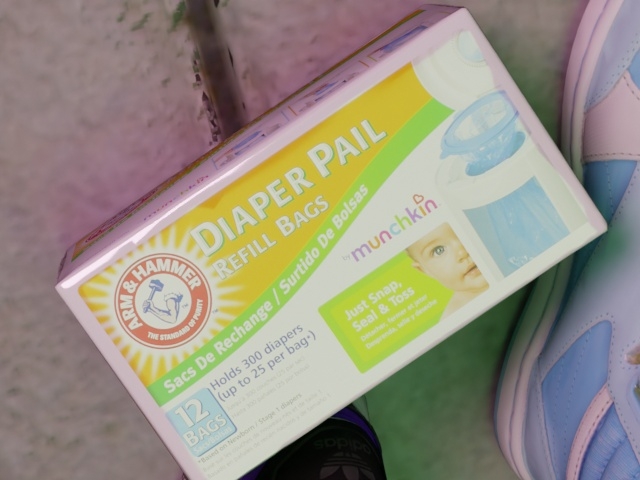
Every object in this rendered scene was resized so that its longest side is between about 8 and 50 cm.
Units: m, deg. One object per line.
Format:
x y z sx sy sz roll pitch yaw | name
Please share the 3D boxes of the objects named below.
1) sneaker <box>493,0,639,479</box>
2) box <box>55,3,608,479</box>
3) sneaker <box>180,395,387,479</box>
0.183 0.014 0.795 0.127 0.208 0.319 3 112 -17 | sneaker
0.000 0.000 0.777 0.203 0.103 0.114 -35 100 0 | box
-0.036 0.212 0.850 0.102 0.146 0.293 9 109 -21 | sneaker
